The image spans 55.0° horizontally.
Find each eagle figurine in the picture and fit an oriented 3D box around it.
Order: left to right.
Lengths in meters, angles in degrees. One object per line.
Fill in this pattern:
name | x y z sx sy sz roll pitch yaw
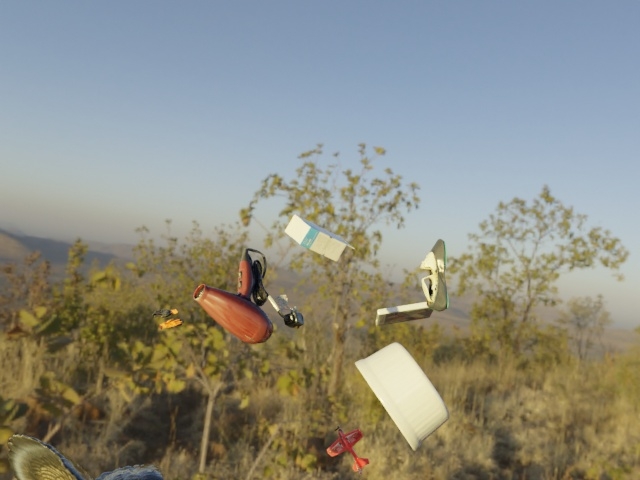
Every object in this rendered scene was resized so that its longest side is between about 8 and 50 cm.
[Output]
eagle figurine | -0.351 0.408 0.948 0.225 0.226 0.298 -16 35 -20

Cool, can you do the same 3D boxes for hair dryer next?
hair dryer | -0.173 0.126 1.352 0.223 0.080 0.293 54 21 17

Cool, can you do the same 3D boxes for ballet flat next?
ballet flat | 0.312 0.093 1.689 0.074 0.203 0.074 0 -12 0

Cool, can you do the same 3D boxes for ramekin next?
ramekin | 0.225 0.410 1.663 0.135 0.277 0.277 -34 0 -3

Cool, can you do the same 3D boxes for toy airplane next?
toy airplane | 0.089 0.607 1.787 0.151 0.151 0.028 7 7 38

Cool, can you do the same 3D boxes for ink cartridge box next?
ink cartridge box | 0.000 0.000 1.760 0.180 0.060 0.104 26 7 -36

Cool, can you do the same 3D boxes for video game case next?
video game case | 0.299 0.261 2.184 0.201 0.023 0.183 -9 -20 0

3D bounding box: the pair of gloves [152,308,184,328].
pair of gloves | -0.423 0.215 1.708 0.074 0.010 0.083 -8 34 -34
